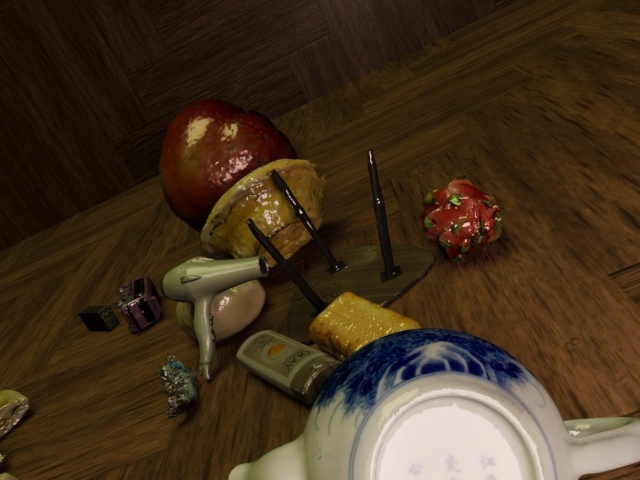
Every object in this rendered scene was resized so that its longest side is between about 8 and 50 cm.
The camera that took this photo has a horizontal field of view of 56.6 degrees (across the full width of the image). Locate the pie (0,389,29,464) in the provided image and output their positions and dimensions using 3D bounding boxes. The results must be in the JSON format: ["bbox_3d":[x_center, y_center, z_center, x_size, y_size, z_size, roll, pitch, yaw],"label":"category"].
[{"bbox_3d":[-0.772,0.451,1.249,0.337,0.075,0.338,-24,23,11],"label":"pie"}]

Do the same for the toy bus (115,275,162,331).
[{"bbox_3d":[-0.458,0.156,1.512,0.098,0.087,0.178,-25,20,-9],"label":"toy bus"}]

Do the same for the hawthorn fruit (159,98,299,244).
[{"bbox_3d":[-0.262,-0.171,1.664,0.402,0.403,0.403,-23,23,10],"label":"hawthorn fruit"}]

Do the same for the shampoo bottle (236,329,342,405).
[{"bbox_3d":[-0.054,0.206,0.989,0.086,0.056,0.227,-34,23,-26],"label":"shampoo bottle"}]

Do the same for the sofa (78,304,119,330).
[{"bbox_3d":[-0.592,0.207,1.587,0.117,0.060,0.039,-7,24,42],"label":"sofa"}]

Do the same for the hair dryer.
[{"bbox_3d":[-0.181,0.114,1.113,0.218,0.225,0.088,-34,-19,17],"label":"hair dryer"}]

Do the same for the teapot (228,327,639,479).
[{"bbox_3d":[0.109,0.217,0.588,0.423,0.253,0.280,-8,-14,0],"label":"teapot"}]

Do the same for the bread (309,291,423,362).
[{"bbox_3d":[0.075,0.152,0.924,0.114,0.083,0.211,-39,25,-18],"label":"bread"}]

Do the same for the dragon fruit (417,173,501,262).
[{"bbox_3d":[0.249,-0.044,1.103,0.137,0.135,0.236,-32,5,4],"label":"dragon fruit"}]

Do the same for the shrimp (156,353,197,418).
[{"bbox_3d":[-0.262,0.274,1.097,0.082,0.076,0.174,-67,27,10],"label":"shrimp"}]

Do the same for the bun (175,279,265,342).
[{"bbox_3d":[-0.224,0.125,1.265,0.193,0.128,0.178,-2,35,50],"label":"bun"}]

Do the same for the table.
[{"bbox_3d":[0.000,0.000,1.116,0.317,0.249,0.317,-23,23,10],"label":"table"}]

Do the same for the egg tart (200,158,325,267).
[{"bbox_3d":[-0.109,-0.037,1.377,0.345,0.132,0.345,-32,-20,-13],"label":"egg tart"}]

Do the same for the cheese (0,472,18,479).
[{"bbox_3d":[-0.584,0.482,1.018,0.064,0.043,0.194,-19,22,7],"label":"cheese"}]
